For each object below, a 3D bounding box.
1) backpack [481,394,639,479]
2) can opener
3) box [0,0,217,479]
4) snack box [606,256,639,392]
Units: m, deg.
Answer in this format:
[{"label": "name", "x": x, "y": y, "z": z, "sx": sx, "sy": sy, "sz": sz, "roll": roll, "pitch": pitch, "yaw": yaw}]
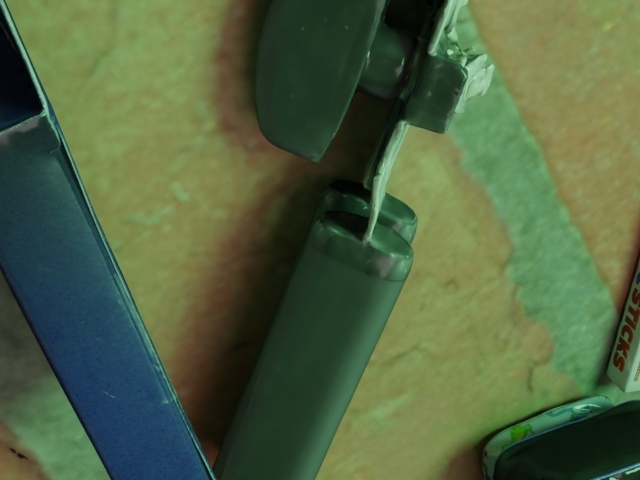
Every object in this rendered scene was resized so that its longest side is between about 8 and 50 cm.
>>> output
[{"label": "backpack", "x": 0.145, "y": 0.147, "z": 0.705, "sx": 0.105, "sy": 0.084, "sz": 0.114, "roll": -19, "pitch": 122, "yaw": -14}, {"label": "can opener", "x": 0.000, "y": 0.000, "z": 0.556, "sx": 0.093, "sy": 0.074, "sz": 0.280, "roll": 19, "pitch": 113, "yaw": 2}, {"label": "box", "x": -0.096, "y": -0.008, "z": 0.446, "sx": 0.037, "sy": 0.136, "sz": 0.225, "roll": -24, "pitch": 128, "yaw": -11}, {"label": "snack box", "x": 0.201, "y": 0.000, "z": 0.678, "sx": 0.064, "sy": 0.022, "sz": 0.178, "roll": -6, "pitch": 123, "yaw": -23}]
